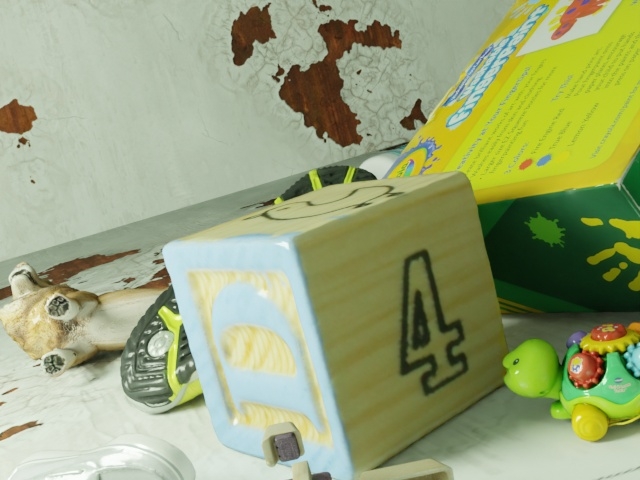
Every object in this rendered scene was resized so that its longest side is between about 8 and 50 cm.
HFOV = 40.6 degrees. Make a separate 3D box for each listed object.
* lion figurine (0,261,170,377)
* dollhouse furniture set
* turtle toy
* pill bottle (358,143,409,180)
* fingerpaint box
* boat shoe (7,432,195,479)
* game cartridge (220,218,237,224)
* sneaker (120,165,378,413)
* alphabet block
[{"bbox_3d":[-0.250,0.099,1.183,0.392,0.142,0.240,-1,1,-6],"label":"lion figurine"},{"bbox_3d":[0.029,0.160,0.529,0.114,0.091,0.081,-12,25,0],"label":"dollhouse furniture set"},{"bbox_3d":[0.200,0.097,0.631,0.130,0.066,0.095,-12,10,16],"label":"turtle toy"},{"bbox_3d":[0.195,-0.113,1.586,0.264,0.146,0.146,-24,13,-40],"label":"pill bottle"},{"bbox_3d":[0.292,-0.130,0.924,0.371,0.163,0.445,-9,38,55],"label":"fingerpaint box"},{"bbox_3d":[-0.182,0.194,0.672,0.184,0.066,0.063,-7,26,27],"label":"boat shoe"},{"bbox_3d":[0.000,0.000,1.306,0.294,0.060,0.196,-5,21,-9],"label":"game cartridge"},{"bbox_3d":[-0.053,0.074,0.986,0.384,0.147,0.145,-39,42,-25],"label":"sneaker"},{"bbox_3d":[0.016,0.062,0.733,0.197,0.193,0.192,-22,14,-39],"label":"alphabet block"}]
